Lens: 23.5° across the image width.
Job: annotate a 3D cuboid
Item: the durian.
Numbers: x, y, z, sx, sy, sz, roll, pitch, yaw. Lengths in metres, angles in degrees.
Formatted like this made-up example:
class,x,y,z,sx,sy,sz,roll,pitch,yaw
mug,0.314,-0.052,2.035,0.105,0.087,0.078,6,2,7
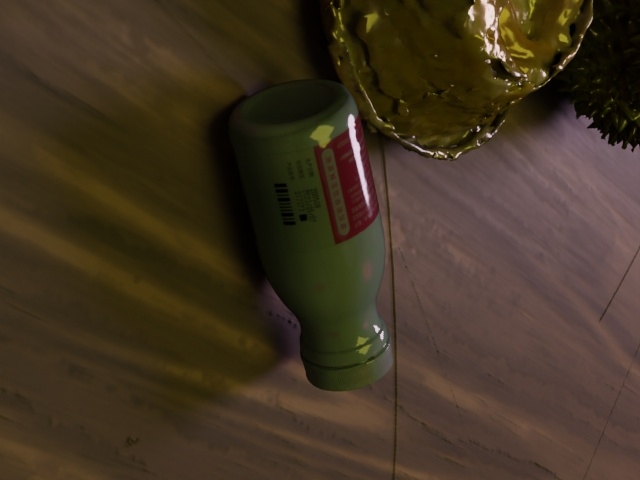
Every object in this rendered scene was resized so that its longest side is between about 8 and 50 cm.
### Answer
class,x,y,z,sx,sy,sz,roll,pitch,yaw
durian,0.303,-0.173,1.347,0.237,0.176,0.200,-5,93,-56

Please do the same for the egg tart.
class,x,y,z,sx,sy,sz,roll,pitch,yaw
egg tart,0.124,-0.208,1.163,0.315,0.120,0.315,-18,114,-48

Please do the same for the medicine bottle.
class,x,y,z,sx,sy,sz,roll,pitch,yaw
medicine bottle,0.000,0.000,1.084,0.090,0.090,0.217,-39,128,-39
